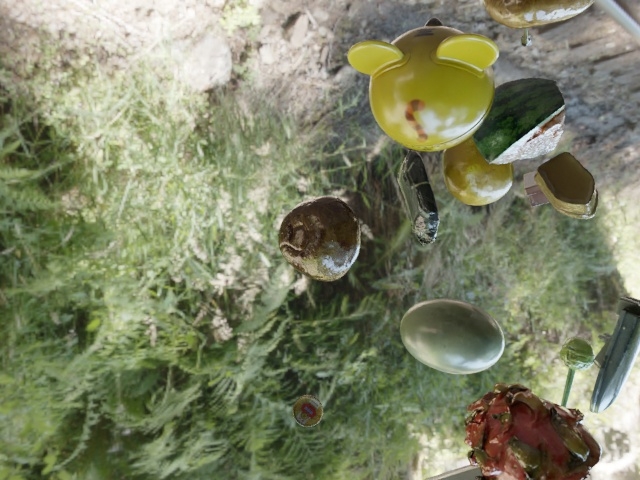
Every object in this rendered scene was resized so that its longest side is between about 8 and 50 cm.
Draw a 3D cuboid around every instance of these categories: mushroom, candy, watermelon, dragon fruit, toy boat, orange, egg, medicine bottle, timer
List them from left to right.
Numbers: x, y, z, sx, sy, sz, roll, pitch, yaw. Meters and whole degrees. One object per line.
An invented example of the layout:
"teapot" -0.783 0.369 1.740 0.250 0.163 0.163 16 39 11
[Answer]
"mushroom" -0.012 -0.001 1.306 0.138 0.194 0.231 10 149 -37
"timer" 0.292 -0.431 1.483 0.377 0.375 0.387 -7 158 19
"egg" 0.450 0.327 1.904 0.353 0.258 0.258 10 178 16
"medicine bottle" 0.460 0.849 1.822 0.201 0.171 0.052 -20 173 4
"orange" 0.563 -0.262 1.956 0.235 0.278 0.279 -2 176 34
"watermelon" 0.631 -0.391 1.743 0.283 0.250 0.293 -28 166 30
"dragon fruit" 0.498 0.478 1.362 0.296 0.262 0.314 -38 162 15
"mushroom" 0.455 -0.559 1.130 0.279 0.278 0.146 -7 159 19
"candy" 0.714 0.443 1.602 0.093 0.335 0.092 16 -174 29
"toy boat" 0.652 -0.140 1.444 0.116 0.188 0.061 -30 146 8
"toy boat" 0.754 0.301 1.418 0.092 0.319 0.141 23 -166 39

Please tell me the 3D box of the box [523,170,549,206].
"box" 0.920 -0.227 2.186 0.215 0.086 0.215 -17 -165 25

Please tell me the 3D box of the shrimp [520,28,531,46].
"shrimp" 0.523 -0.576 1.410 0.035 0.147 0.195 -6 -151 22

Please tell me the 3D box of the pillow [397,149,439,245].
"pillow" 0.336 -0.148 1.901 0.093 0.334 0.161 -10 157 -7

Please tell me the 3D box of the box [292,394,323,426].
"box" -0.043 0.589 1.908 0.106 0.105 0.037 -5 177 5
